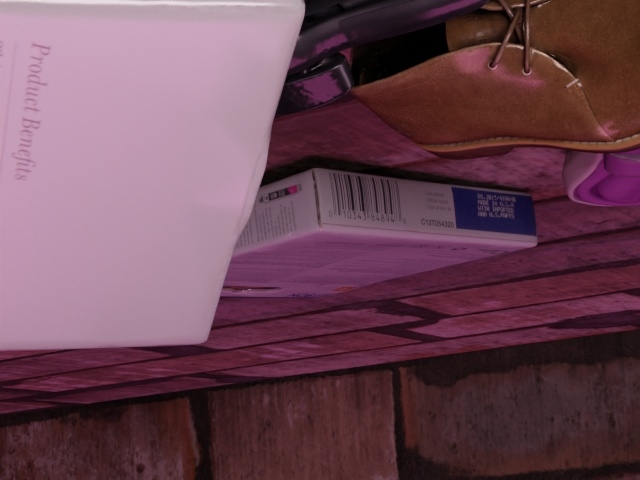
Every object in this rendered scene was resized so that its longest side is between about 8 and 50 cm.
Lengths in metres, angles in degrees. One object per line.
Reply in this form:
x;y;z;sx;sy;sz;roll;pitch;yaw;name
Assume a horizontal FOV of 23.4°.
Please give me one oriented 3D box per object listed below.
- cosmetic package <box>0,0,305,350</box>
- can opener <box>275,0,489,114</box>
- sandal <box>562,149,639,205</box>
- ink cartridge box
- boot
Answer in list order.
-0.259;-0.075;0.692;0.453;0.162;0.230;0;138;-19;cosmetic package
0.025;-0.140;0.969;0.186;0.059;0.073;-21;136;26;can opener
0.307;-0.070;1.295;0.169;0.102;0.416;-5;169;0;sandal
0.000;0.000;1.618;0.324;0.072;0.330;3;167;-45;ink cartridge box
0.145;-0.120;1.004;0.305;0.112;0.115;-12;156;42;boot
